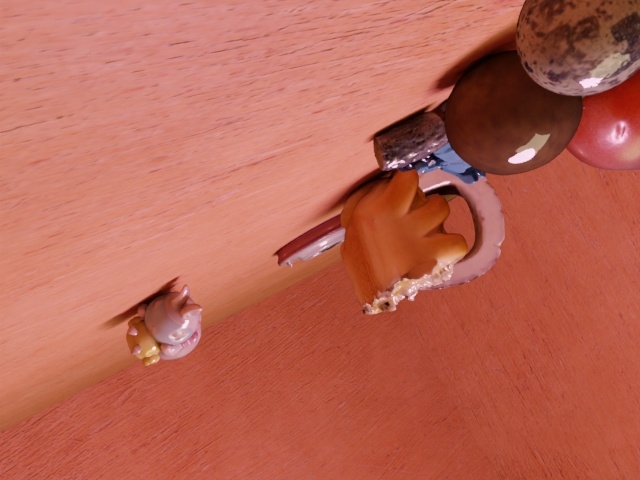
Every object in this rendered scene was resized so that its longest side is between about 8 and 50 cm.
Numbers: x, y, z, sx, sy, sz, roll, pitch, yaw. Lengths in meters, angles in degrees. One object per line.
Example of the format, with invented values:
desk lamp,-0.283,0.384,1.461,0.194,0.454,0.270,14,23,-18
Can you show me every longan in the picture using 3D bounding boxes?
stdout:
longan,0.258,-0.170,1.096,0.185,0.159,0.204,-22,180,43

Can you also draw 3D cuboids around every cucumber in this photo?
cucumber,0.129,-0.143,1.209,0.112,0.064,0.064,-28,175,-15

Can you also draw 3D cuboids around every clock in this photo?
clock,0.001,0.001,2.041,0.244,0.056,0.244,-30,176,-3

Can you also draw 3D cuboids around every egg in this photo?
egg,0.275,-0.222,0.819,0.172,0.132,0.132,-42,173,13

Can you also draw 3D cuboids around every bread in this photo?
bread,0.166,-0.006,1.672,0.211,0.270,0.316,-12,162,-20

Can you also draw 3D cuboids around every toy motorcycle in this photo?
toy motorcycle,0.254,-0.175,1.295,0.182,0.124,0.272,-10,163,-45

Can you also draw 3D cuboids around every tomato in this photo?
tomato,0.798,-0.313,2.158,0.341,0.273,0.341,-29,176,-2

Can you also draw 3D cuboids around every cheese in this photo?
cheese,0.261,-0.027,1.967,0.332,0.292,0.153,-18,176,2

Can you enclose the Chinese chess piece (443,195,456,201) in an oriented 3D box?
Chinese chess piece,0.245,-0.101,2.171,0.250,0.097,0.251,-29,176,-2

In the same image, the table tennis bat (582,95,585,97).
table tennis bat,0.515,-0.316,1.892,0.257,0.039,0.160,-21,172,-26

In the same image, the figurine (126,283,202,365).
figurine,-0.296,0.159,1.575,0.155,0.127,0.235,-18,168,-14
